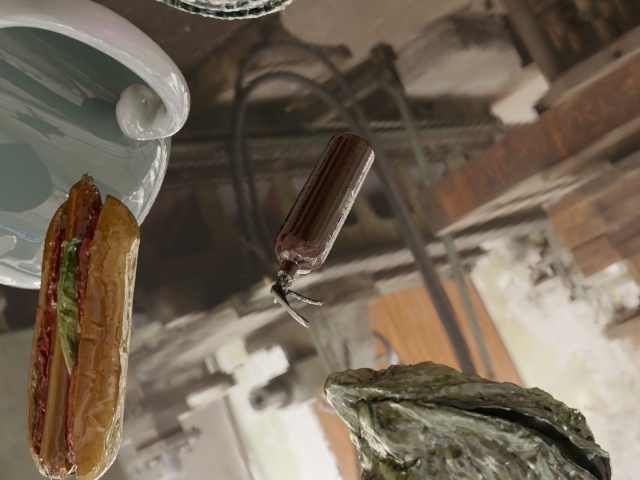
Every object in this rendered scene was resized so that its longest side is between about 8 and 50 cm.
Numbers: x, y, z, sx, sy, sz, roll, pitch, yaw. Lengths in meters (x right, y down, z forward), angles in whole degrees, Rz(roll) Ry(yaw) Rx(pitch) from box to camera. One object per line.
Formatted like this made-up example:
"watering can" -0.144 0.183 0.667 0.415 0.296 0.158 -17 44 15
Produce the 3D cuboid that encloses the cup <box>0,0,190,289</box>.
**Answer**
"cup" -0.254 -0.113 0.999 0.356 0.260 0.274 -10 150 38

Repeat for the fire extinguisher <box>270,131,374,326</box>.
"fire extinguisher" -0.006 -0.003 0.549 0.046 0.032 0.100 -31 -154 53

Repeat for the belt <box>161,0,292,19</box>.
"belt" -0.111 -0.316 1.069 0.206 0.161 0.295 8 161 12

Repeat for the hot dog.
"hot dog" -0.184 0.065 0.898 0.092 0.236 0.062 -4 172 42

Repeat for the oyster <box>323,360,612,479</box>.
"oyster" 0.136 0.193 0.955 0.198 0.268 0.112 -25 -168 14
